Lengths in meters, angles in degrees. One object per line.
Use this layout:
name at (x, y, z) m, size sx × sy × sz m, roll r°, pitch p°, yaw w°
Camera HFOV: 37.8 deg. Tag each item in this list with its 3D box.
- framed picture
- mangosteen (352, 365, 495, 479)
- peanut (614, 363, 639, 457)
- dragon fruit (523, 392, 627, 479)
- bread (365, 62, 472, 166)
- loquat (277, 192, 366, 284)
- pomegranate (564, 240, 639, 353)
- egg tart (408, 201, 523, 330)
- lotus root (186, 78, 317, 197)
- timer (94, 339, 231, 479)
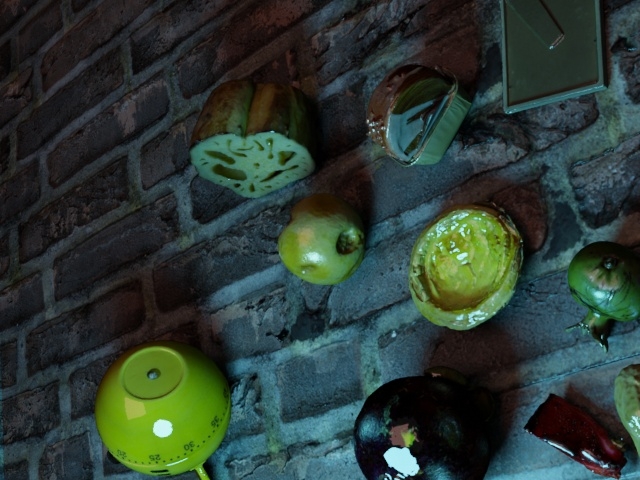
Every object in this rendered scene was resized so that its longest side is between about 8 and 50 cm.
framed picture at (0.466, -0.431, 1.901) m, size 0.232 × 0.024 × 0.314 m, roll -9°, pitch 76°, yaw 43°
mangosteen at (0.206, 0.385, 1.828) m, size 0.288 × 0.288 × 0.288 m, roll -11°, pitch 74°, yaw 43°
peanut at (0.566, 0.317, 1.588) m, size 0.095 × 0.108 × 0.226 m, roll -31°, pitch 63°, yaw 31°
dragon fruit at (0.466, 0.349, 1.677) m, size 0.192 × 0.122 × 0.092 m, roll 28°, pitch 86°, yaw 46°
bread at (0.207, -0.267, 1.988) m, size 0.142 × 0.212 × 0.224 m, roll 42°, pitch 110°, yaw 45°
loquat at (-0.001, -0.005, 2.145) m, size 0.213 × 0.213 × 0.213 m, roll -11°, pitch 74°, yaw 43°
pomegranate at (0.508, 0.100, 1.677) m, size 0.152 × 0.131 × 0.191 m, roll 38°, pitch 116°, yaw 39°
egg tart at (0.304, 0.053, 1.913) m, size 0.279 × 0.095 × 0.278 m, roll -13°, pitch 69°, yaw 38°
lotus root at (-0.166, -0.283, 2.309) m, size 0.316 × 0.316 × 0.250 m, roll -16°, pitch 63°, yaw 41°
timer at (-0.388, 0.449, 2.363) m, size 0.376 × 0.376 × 0.387 m, roll 48°, pitch 158°, yaw 39°
